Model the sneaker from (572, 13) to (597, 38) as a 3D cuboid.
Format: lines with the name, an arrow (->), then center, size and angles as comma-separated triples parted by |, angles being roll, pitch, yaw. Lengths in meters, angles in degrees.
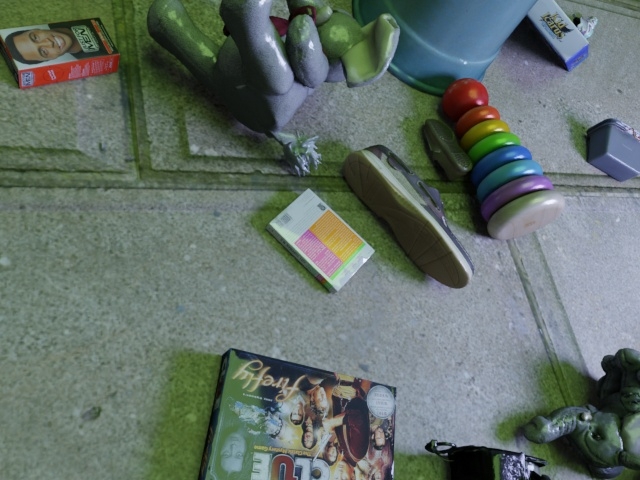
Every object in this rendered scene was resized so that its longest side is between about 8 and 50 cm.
sneaker -> 0.713, -0.597, 1.493 | 0.069, 0.038, 0.098 | 36, 55, -7

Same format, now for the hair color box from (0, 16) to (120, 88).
hair color box -> -0.371, -0.270, 0.785 | 0.141, 0.043, 0.072 | -25, 80, -33

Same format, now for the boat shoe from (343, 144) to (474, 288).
boat shoe -> 0.160, -0.049, 0.906 | 0.092, 0.103, 0.285 | -37, 79, -30

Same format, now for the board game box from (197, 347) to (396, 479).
board game box -> -0.020, 0.247, 0.702 | 0.243, 0.042, 0.165 | 17, 59, -18

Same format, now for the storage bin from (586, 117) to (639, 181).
storage bin -> 0.682, -0.202, 1.253 | 0.135, 0.098, 0.091 | 26, 67, -13

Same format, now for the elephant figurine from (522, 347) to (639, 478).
elephant figurine -> 0.467, 0.304, 0.870 | 0.239, 0.186, 0.169 | -41, 131, -25

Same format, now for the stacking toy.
stacking toy -> 0.321, -0.172, 1.036 | 0.141, 0.141, 0.330 | -7, 65, -29

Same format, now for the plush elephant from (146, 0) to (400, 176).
plush elephant -> -0.037, -0.301, 0.842 | 0.255, 0.272, 0.330 | -53, 124, -22

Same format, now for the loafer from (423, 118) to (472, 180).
loafer -> 0.230, -0.172, 1.036 | 0.056, 0.050, 0.148 | 3, 49, -29

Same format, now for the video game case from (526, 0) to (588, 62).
video game case -> 0.523, -0.514, 1.274 | 0.244, 0.061, 0.269 | 55, 27, 5

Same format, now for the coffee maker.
coffee maker -> 0.218, 0.375, 0.727 | 0.171, 0.120, 0.178 | 7, 59, 3

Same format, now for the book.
book -> 0.000, 0.000, 0.843 | 0.144, 0.035, 0.096 | 45, 58, 1

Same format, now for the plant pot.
plant pot -> 0.287, -0.520, 1.064 | 0.341, 0.334, 0.341 | 12, 60, -22
